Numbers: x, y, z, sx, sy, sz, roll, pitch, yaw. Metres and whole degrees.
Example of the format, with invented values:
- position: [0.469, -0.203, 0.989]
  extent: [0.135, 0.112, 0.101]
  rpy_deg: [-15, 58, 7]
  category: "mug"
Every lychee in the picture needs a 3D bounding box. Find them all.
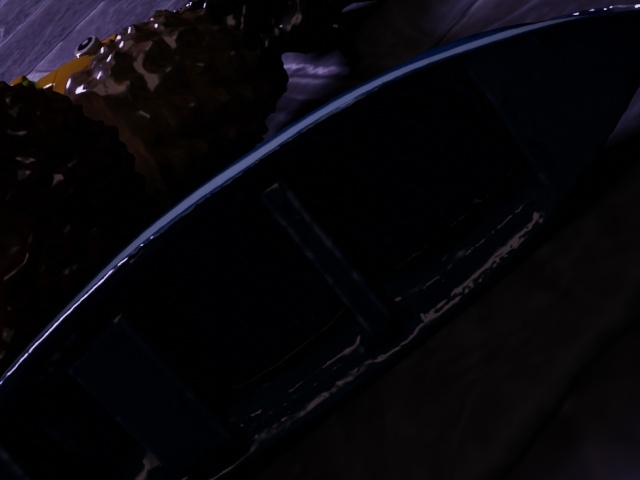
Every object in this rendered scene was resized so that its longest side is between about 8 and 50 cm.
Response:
- position: [-0.173, 0.018, 0.553]
  extent: [0.188, 0.188, 0.188]
  rpy_deg: [-32, 28, 19]
  category: "lychee"

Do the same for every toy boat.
- position: [0.000, 0.000, 0.433]
  extent: [0.299, 0.096, 0.062]
  rpy_deg: [-37, 18, 5]
  category: "toy boat"

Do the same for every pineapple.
- position: [-0.048, -0.111, 0.656]
  extent: [0.119, 0.111, 0.237]
  rpy_deg: [22, 52, 26]
  category: "pineapple"

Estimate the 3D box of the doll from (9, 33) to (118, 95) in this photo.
- position: [-0.179, -0.058, 0.737]
  extent: [0.186, 0.106, 0.134]
  rpy_deg: [-42, 32, -1]
  category: "doll"
